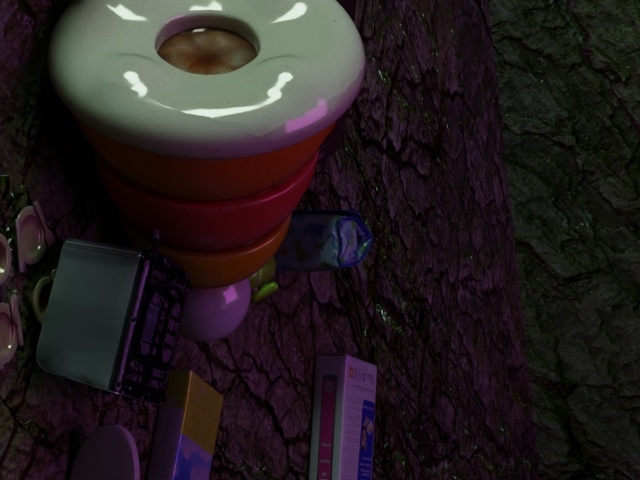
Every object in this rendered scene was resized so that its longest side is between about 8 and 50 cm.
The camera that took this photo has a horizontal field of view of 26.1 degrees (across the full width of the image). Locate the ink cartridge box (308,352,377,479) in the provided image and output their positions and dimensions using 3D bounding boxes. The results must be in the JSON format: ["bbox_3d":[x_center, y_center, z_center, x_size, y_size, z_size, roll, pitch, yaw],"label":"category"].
[{"bbox_3d":[0.038,0.384,2.347,0.176,0.069,0.371,31,58,-67],"label":"ink cartridge box"}]

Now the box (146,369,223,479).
[{"bbox_3d":[-0.177,0.269,1.797,0.109,0.042,0.178,51,43,-58],"label":"box"}]

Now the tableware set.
[{"bbox_3d":[-0.317,0.045,1.456,0.169,0.020,0.141,-48,133,-61],"label":"tableware set"}]

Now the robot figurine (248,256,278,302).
[{"bbox_3d":[-0.106,0.039,1.958,0.101,0.067,0.115,62,21,4],"label":"robot figurine"}]

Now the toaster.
[{"bbox_3d":[-0.222,0.084,1.528,0.168,0.110,0.186,45,56,-75],"label":"toaster"}]

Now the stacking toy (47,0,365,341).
[{"bbox_3d":[-0.136,-0.067,1.659,0.351,0.350,0.480,-69,168,-45],"label":"stacking toy"}]

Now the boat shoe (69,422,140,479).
[{"bbox_3d":[-0.241,0.318,1.592,0.081,0.079,0.228,-20,114,-78],"label":"boat shoe"}]

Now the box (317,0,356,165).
[{"bbox_3d":[-0.048,-0.279,1.866,0.191,0.143,0.381,-43,143,-52],"label":"box"}]

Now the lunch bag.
[{"bbox_3d":[0.000,0.000,2.160,0.151,0.128,0.096,1,89,-69],"label":"lunch bag"}]
